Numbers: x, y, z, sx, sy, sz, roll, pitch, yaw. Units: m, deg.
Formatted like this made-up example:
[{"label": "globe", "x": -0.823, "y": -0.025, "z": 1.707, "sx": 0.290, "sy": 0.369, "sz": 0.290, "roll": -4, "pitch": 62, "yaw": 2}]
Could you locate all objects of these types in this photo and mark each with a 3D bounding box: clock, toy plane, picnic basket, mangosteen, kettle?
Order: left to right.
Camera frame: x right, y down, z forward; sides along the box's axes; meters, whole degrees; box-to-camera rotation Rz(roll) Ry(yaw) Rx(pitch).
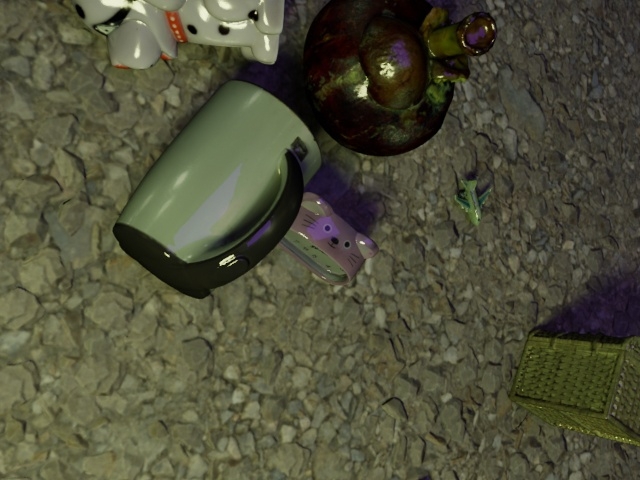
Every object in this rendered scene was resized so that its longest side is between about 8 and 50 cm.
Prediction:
[{"label": "clock", "x": -0.178, "y": -0.297, "z": 0.734, "sx": 0.253, "sy": 0.189, "sz": 0.189, "roll": -7, "pitch": 89, "yaw": -16}, {"label": "kettle", "x": -0.109, "y": -0.048, "z": 0.714, "sx": 0.236, "sy": 0.221, "sz": 0.161, "roll": -53, "pitch": 133, "yaw": -21}, {"label": "clock", "x": 0.000, "y": 0.000, "z": 0.829, "sx": 0.152, "sy": 0.110, "sz": 0.050, "roll": 39, "pitch": 66, "yaw": -20}, {"label": "mangosteen", "x": 0.110, "y": -0.226, "z": 0.805, "sx": 0.231, "sy": 0.289, "sz": 0.232, "roll": -3, "pitch": 95, "yaw": -44}, {"label": "toy plane", "x": 0.251, "y": -0.065, "z": 1.016, "sx": 0.080, "sy": 0.033, "sz": 0.083, "roll": -13, "pitch": 100, "yaw": -30}, {"label": "picnic basket", "x": 0.442, "y": 0.228, "z": 1.004, "sx": 0.134, "sy": 0.196, "sz": 0.154, "roll": 33, "pitch": 71, "yaw": -22}]
